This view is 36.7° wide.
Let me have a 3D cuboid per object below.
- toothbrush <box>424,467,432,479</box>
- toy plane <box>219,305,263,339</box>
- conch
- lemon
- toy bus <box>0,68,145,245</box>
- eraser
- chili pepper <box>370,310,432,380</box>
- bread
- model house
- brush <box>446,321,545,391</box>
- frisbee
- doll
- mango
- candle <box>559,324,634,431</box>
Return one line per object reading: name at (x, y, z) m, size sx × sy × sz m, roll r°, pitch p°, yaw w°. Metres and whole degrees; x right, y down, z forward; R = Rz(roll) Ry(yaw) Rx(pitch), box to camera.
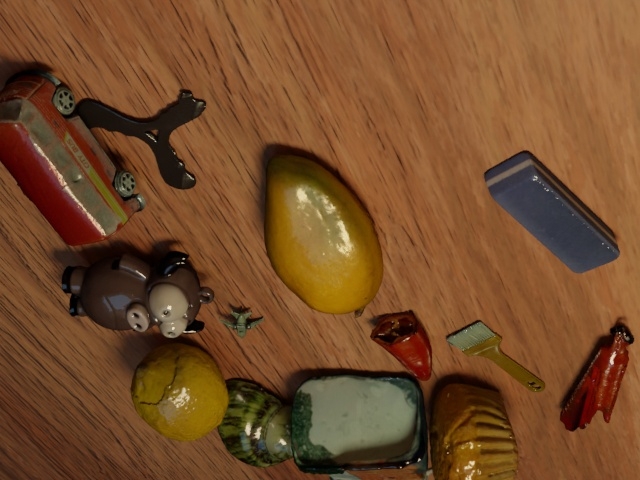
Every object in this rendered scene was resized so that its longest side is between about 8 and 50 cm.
toothbrush at (0.287, 0.449, 1.961) m, size 0.022 × 0.026 × 0.263 m, roll 36°, pitch 132°, yaw -24°
toy plane at (-0.142, 0.152, 1.734) m, size 0.080 × 0.033 × 0.083 m, roll -1°, pitch 140°, yaw -5°
conch at (-0.114, 0.368, 1.905) m, size 0.181 × 0.124 × 0.187 m, roll -6°, pitch 128°, yaw 17°
lemon at (-0.262, 0.286, 1.810) m, size 0.180 × 0.180 × 0.193 m, roll -17°, pitch 106°, yaw 31°
toy bus at (-0.383, -0.114, 1.413) m, size 0.121 × 0.120 × 0.265 m, roll -8°, pitch 126°, yaw 34°
eraser at (0.333, -0.035, 1.384) m, size 0.225 × 0.036 × 0.082 m, roll 38°, pitch 134°, yaw -25°
chili pepper at (0.158, 0.198, 1.684) m, size 0.088 × 0.065 × 0.169 m, roll -8°, pitch 138°, yaw 25°
bread at (0.269, 0.372, 1.723) m, size 0.139 × 0.240 × 0.240 m, roll 2°, pitch 139°, yaw -2°
model house at (0.097, 0.389, 1.857) m, size 0.253 × 0.184 × 0.291 m, roll -7°, pitch 149°, yaw 14°
brush at (0.320, 0.210, 1.688) m, size 0.218 × 0.010 × 0.082 m, roll 35°, pitch 135°, yaw -25°
frisbee at (-0.231, -0.162, 1.419) m, size 0.187 × 0.012 × 0.211 m, roll -26°, pitch 125°, yaw 36°
doll at (-0.309, 0.090, 1.648) m, size 0.257 × 0.117 × 0.182 m, roll 7°, pitch 134°, yaw 12°
mango at (0.000, 0.000, 1.467) m, size 0.176 × 0.119 × 0.317 m, roll -4°, pitch 128°, yaw 23°
candle at (0.473, 0.237, 1.639) m, size 0.084 × 0.059 × 0.302 m, roll 1°, pitch 138°, yaw 0°
